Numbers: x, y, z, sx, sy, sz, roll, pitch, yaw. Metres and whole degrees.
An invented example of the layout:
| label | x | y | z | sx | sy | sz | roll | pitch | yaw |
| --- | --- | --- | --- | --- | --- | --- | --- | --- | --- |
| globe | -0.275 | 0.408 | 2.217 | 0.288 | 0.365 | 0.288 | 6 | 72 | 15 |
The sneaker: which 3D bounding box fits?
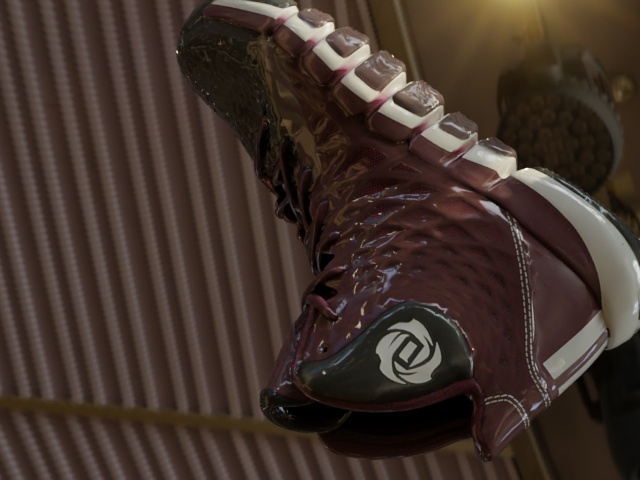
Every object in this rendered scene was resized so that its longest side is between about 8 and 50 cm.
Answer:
| label | x | y | z | sx | sy | sz | roll | pitch | yaw |
| --- | --- | --- | --- | --- | --- | --- | --- | --- | --- |
| sneaker | 0.000 | 0.000 | 0.703 | 0.281 | 0.162 | 0.106 | 34 | -18 | 26 |
